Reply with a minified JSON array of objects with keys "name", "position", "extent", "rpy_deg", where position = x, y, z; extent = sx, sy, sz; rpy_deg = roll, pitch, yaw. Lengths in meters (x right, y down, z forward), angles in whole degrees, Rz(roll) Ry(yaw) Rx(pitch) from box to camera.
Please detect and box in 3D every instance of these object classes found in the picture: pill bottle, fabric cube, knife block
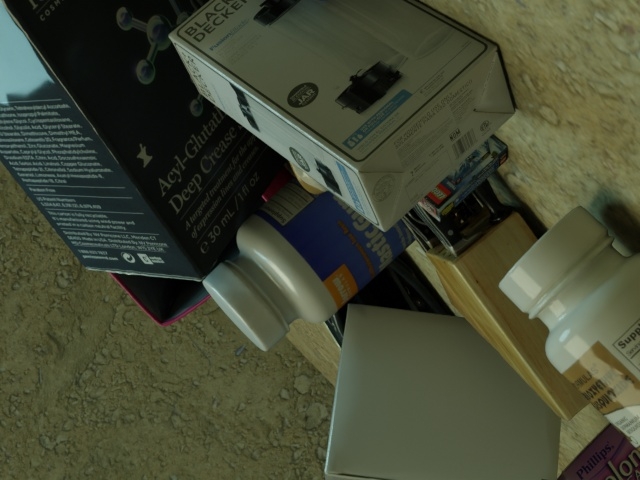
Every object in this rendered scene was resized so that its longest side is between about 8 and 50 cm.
[{"name":"pill bottle","position":[0.000,0.000,1.362],"extent":[0.152,0.272,0.152],"rpy_deg":[45,169,11]},{"name":"fabric cube","position":[-0.209,-0.072,1.760],"extent":[0.259,0.254,0.258],"rpy_deg":[50,-167,-12]},{"name":"pill bottle","position":[0.269,0.085,0.998],"extent":[0.229,0.131,0.131],"rpy_deg":[46,169,11]},{"name":"knife block","position":[0.181,0.027,1.190],"extent":[0.275,0.088,0.242],"rpy_deg":[49,175,34]}]

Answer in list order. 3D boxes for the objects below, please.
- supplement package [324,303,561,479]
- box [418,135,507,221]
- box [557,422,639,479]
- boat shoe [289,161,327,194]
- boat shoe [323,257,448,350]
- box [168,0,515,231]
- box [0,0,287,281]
[{"name":"supplement package","position":[0.147,0.202,1.390],"extent":[0.262,0.204,0.145],"rpy_deg":[7,163,3]},{"name":"box","position":[0.099,-0.094,1.126],"extent":[0.137,0.094,0.027],"rpy_deg":[43,168,26]},{"name":"box","position":[0.402,0.354,1.423],"extent":[0.243,0.117,0.213],"rpy_deg":[43,164,18]},{"name":"boat shoe","position":[-0.018,-0.192,1.261],"extent":[0.277,0.096,0.098],"rpy_deg":[66,-158,-8]},{"name":"boat shoe","position":[0.144,0.191,1.731],"extent":[0.500,0.187,0.156],"rpy_deg":[55,174,-10]},{"name":"box","position":[0.012,-0.153,1.061],"extent":[0.290,0.169,0.087],"rpy_deg":[40,167,39]},{"name":"box","position":[-0.220,-0.197,1.304],"extent":[0.212,0.293,0.395],"rpy_deg":[3,138,39]}]
